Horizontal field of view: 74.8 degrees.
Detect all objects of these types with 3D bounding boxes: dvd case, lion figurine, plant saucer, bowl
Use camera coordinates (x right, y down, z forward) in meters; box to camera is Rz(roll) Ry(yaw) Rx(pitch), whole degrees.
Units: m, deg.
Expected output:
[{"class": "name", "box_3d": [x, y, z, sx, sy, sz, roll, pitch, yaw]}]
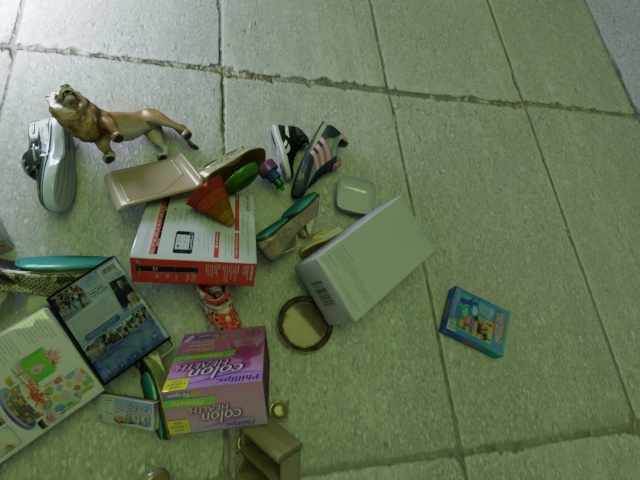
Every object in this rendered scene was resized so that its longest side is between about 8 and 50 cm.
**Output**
[{"class": "dvd case", "box_3d": [-0.507, 0.187, 1.005, 0.180, 0.022, 0.253, -36, 84, -12]}, {"class": "lion figurine", "box_3d": [-0.591, -0.352, 1.279, 0.392, 0.142, 0.240, -8, 49, -51]}, {"class": "plant saucer", "box_3d": [-0.047, 0.246, 1.232, 0.168, 0.029, 0.169, 6, 65, -12]}, {"class": "bowl", "box_3d": [0.119, -0.148, 1.437, 0.142, 0.053, 0.142, 12, 65, -9]}]

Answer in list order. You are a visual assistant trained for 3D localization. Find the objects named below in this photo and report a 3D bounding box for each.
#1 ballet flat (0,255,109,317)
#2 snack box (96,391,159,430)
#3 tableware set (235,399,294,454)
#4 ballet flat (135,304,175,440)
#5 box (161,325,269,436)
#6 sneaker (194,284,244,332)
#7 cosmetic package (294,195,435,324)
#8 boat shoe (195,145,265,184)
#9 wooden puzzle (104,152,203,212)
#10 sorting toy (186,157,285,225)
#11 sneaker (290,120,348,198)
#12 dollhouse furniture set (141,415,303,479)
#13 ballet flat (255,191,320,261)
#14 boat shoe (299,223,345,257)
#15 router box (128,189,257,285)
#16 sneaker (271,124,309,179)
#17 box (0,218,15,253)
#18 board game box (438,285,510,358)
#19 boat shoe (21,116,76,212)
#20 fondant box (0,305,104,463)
[{"class": "ballet flat", "box_3d": [-0.765, 0.102, 1.011, 0.482, 0.164, 0.182, 10, 94, -34]}, {"class": "snack box", "box_3d": [-0.458, 0.403, 0.990, 0.178, 0.022, 0.064, -1, 84, 22]}, {"class": "tableware set", "box_3d": [-0.149, 0.491, 1.101, 0.168, 0.020, 0.141, 8, 67, -13]}, {"class": "ballet flat", "box_3d": [-0.413, 0.316, 1.060, 0.123, 0.123, 0.349, -23, 75, -23]}, {"class": "box", "box_3d": [-0.234, 0.321, 0.999, 0.213, 0.243, 0.118, -5, 108, -4]}, {"class": "sneaker", "box_3d": [-0.265, 0.199, 1.127, 0.090, 0.145, 0.270, -24, 75, -23]}, {"class": "cosmetic package", "box_3d": [0.140, 0.054, 1.258, 0.385, 0.156, 0.217, -33, 94, -32]}, {"class": "boat shoe", "box_3d": [-0.283, -0.235, 1.315, 0.089, 0.105, 0.285, 23, 36, 25]}, {"class": "wooden puzzle", "box_3d": [-0.479, -0.166, 1.199, 0.238, 0.044, 0.221, -24, 42, -22]}, {"class": "sorting toy", "box_3d": [-0.215, -0.137, 1.225, 0.126, 0.127, 0.365, 51, 38, 1]}, {"class": "sneaker", "box_3d": [0.003, -0.262, 1.425, 0.131, 0.112, 0.319, 27, 67, -9]}, {"class": "dollhouse furniture set", "box_3d": [-0.236, 0.558, 0.829, 0.394, 0.362, 0.257, -12, 109, -43]}, {"class": "ballet flat", "box_3d": [-0.087, -0.039, 1.303, 0.316, 0.107, 0.106, -44, 114, -40]}, {"class": "boat shoe", "box_3d": [0.000, 0.000, 1.341, 0.170, 0.063, 0.059, -26, 53, -23]}, {"class": "router box", "box_3d": [-0.333, -0.021, 1.156, 0.300, 0.082, 0.336, 4, 37, -13]}, {"class": "sneaker", "box_3d": [-0.089, -0.311, 1.436, 0.121, 0.079, 0.217, -9, 69, -18]}, {"class": "box", "box_3d": [-0.919, 0.002, 1.058, 0.203, 0.103, 0.114, -31, 78, -25]}, {"class": "board game box", "box_3d": [0.504, 0.265, 1.363, 0.210, 0.047, 0.160, 26, 62, -2]}, {"class": "boat shoe", "box_3d": [-0.781, -0.214, 1.198, 0.119, 0.121, 0.335, -10, 59, -11]}, {"class": "fondant box", "box_3d": [-0.705, 0.339, 0.933, 0.330, 0.096, 0.238, -35, 101, -24]}]
